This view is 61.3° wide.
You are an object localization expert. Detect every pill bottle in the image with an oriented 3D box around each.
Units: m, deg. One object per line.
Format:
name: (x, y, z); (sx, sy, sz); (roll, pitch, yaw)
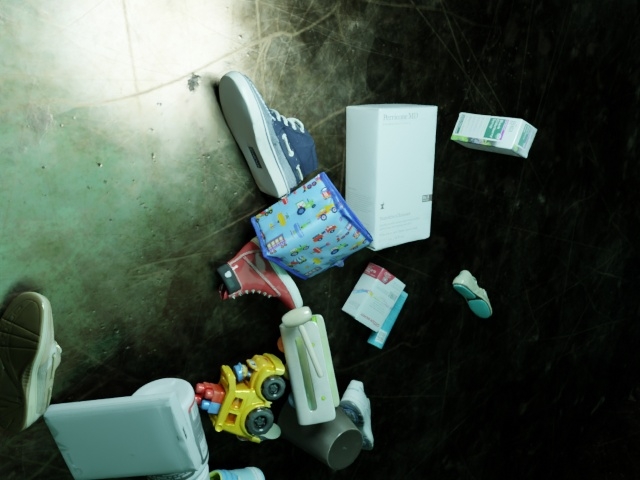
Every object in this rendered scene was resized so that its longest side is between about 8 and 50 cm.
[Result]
pill bottle: (-0.369, 0.502, 1.342); (0.161, 0.161, 0.283); (-20, 116, -30)

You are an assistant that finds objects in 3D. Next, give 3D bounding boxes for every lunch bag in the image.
lunch bag: (0.000, 0.000, 1.400); (0.221, 0.138, 0.293); (-32, 142, 10)

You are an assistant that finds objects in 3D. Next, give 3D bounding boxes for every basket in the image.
basket: (0.005, 0.555, 1.591); (0.154, 0.227, 0.204); (41, 80, -37)

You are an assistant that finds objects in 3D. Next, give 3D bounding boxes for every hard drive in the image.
hard drive: (-0.443, 0.445, 1.216); (0.307, 0.040, 0.203); (-9, 112, 10)

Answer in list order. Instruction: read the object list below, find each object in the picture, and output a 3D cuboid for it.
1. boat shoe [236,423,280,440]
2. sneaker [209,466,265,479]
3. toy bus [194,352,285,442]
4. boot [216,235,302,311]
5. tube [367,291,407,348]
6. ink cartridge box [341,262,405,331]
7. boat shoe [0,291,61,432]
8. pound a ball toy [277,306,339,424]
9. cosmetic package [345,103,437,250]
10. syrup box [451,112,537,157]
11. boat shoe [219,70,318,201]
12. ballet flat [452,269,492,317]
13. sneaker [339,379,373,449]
boat shoe: (-0.179, 0.563, 1.578); (0.137, 0.049, 0.043); (12, 140, -40)
sneaker: (-0.302, 0.783, 1.509); (0.208, 0.127, 0.319); (28, 78, -41)
toy bus: (-0.224, 0.401, 1.443); (0.211, 0.149, 0.220); (21, 90, -23)
boot: (-0.165, 0.132, 1.423); (0.176, 0.088, 0.244); (-41, 117, -18)
tube: (0.221, 0.251, 1.767); (0.080, 0.052, 0.207); (37, 76, -43)
ink cartridge box: (0.165, 0.177, 1.683); (0.127, 0.072, 0.175); (37, 82, -38)
boat shoe: (-0.606, 0.247, 1.136); (0.098, 0.109, 0.302); (-25, 127, -74)
pound a ball toy: (-0.050, 0.333, 1.459); (0.135, 0.208, 0.319); (-12, 90, 8)
cosmetic package: (0.195, -0.190, 1.534); (0.217, 0.156, 0.385); (-13, 113, -31)
syrup box: (0.538, -0.331, 1.686); (0.096, 0.237, 0.093); (16, 96, -38)
boat shoe: (-0.117, -0.272, 1.312); (0.158, 0.127, 0.340); (-40, 133, -26)
ballet flat: (0.569, 0.193, 1.986); (0.086, 0.086, 0.248); (-52, 126, -11)
sneaker: (0.130, 0.579, 1.765); (0.129, 0.111, 0.297); (-62, 153, -45)
